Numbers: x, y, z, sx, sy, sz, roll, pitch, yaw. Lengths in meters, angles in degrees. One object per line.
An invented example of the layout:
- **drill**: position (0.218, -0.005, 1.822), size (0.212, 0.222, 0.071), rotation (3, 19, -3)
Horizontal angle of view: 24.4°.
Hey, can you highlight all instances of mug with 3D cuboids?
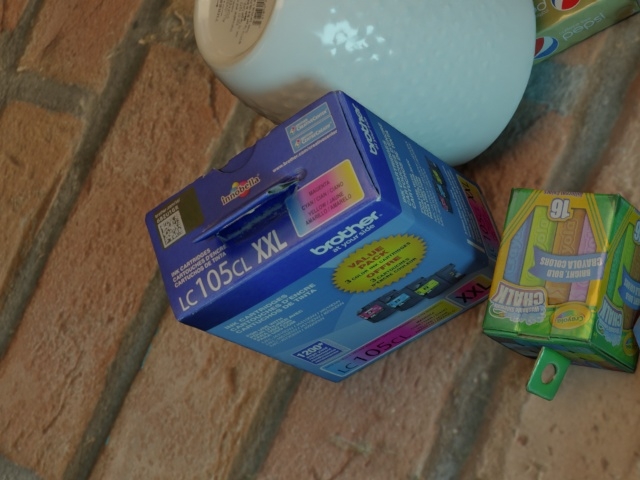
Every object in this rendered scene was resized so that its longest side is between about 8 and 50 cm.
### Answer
- **mug**: position (0.050, -0.285, 1.677), size (0.276, 0.328, 0.374), rotation (35, 109, 49)

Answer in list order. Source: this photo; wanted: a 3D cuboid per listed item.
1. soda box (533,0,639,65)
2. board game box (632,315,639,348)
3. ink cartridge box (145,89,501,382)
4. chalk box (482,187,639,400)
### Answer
- **soda box**: position (0.279, -0.264, 1.747), size (0.181, 0.061, 0.058), rotation (-26, 60, 24)
- **board game box**: position (0.408, 0.121, 1.540), size (0.133, 0.033, 0.169), rotation (-25, 62, 18)
- **ink cartridge box**: position (0.000, 0.000, 1.624), size (0.270, 0.395, 0.151), rotation (-32, 58, 20)
- **chalk box**: position (0.267, 0.065, 1.591), size (0.132, 0.132, 0.213), rotation (5, 77, 35)
